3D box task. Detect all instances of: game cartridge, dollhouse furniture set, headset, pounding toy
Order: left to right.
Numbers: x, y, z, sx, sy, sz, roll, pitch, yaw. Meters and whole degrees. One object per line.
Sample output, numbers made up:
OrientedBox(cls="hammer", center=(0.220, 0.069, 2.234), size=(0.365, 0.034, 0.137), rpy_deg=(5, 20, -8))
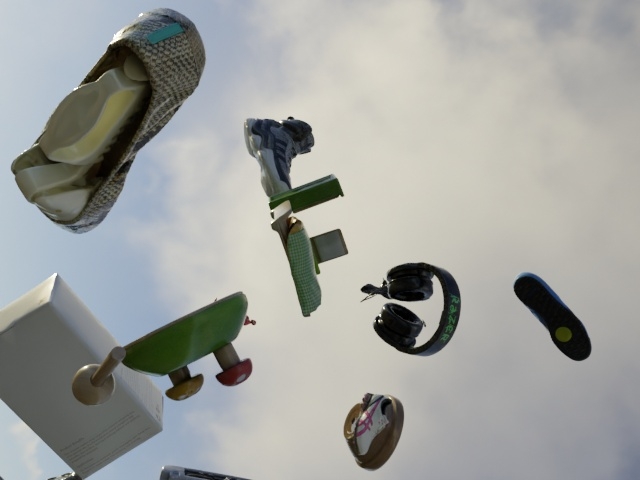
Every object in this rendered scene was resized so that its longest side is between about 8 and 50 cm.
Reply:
OrientedBox(cls="pounding toy", center=(-0.179, 0.161, 0.926), size=(0.183, 0.237, 0.110), rpy_deg=(-30, -94, 47))
OrientedBox(cls="game cartridge", center=(-0.274, 0.677, 1.787), size=(0.060, 0.294, 0.196), rpy_deg=(-131, -123, -75))
OrientedBox(cls="dollhouse furniture set", center=(0.000, 0.000, 1.399), size=(0.301, 0.151, 0.197), rpy_deg=(-111, -178, -78))
OrientedBox(cls="headset", center=(0.248, 0.176, 1.957), size=(0.394, 0.185, 0.243), rpy_deg=(16, -89, 56))

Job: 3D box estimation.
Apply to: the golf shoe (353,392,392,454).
OrientedBox(cls="golf shoe", center=(0.146, 0.517, 2.022), size=(0.086, 0.186, 0.067), rpy_deg=(2, -37, 25))

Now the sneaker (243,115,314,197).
OrientedBox(cls="sneaker", center=(-0.076, -0.198, 1.671), size=(0.101, 0.153, 0.268), rpy_deg=(96, -26, -53))

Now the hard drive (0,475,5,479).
OrientedBox(cls="hard drive", center=(-0.457, 0.352, 0.870), size=(0.254, 0.172, 0.054), rpy_deg=(54, 0, -18))

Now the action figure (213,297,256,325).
OrientedBox(cls="action figure", center=(-0.207, 0.177, 1.735), size=(0.030, 0.115, 0.038), rpy_deg=(-56, -169, 20))

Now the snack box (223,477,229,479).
OrientedBox(cls="snack box", center=(-0.249, 0.604, 1.555), size=(0.064, 0.178, 0.022), rpy_deg=(36, -19, 37))

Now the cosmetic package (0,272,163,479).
OrientedBox(cls="cosmetic package", center=(-0.526, 0.288, 1.506), size=(0.385, 0.217, 0.156), rpy_deg=(59, 0, -23))

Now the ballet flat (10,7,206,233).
OrientedBox(cls="ballet flat", center=(-0.348, -0.145, 1.051), size=(0.164, 0.182, 0.483), rpy_deg=(48, -54, -1))

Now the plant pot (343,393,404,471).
OrientedBox(cls="plant pot", center=(0.145, 0.572, 2.189), size=(0.237, 0.110, 0.237), rpy_deg=(-54, -161, 29))

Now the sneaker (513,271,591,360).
OrientedBox(cls="sneaker", center=(0.471, 0.146, 1.444), size=(0.069, 0.082, 0.209), rpy_deg=(-42, -98, 20))

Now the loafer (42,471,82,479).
OrientedBox(cls="loafer", center=(-0.636, 0.606, 1.692), size=(0.267, 0.084, 0.096), rpy_deg=(-33, -88, 46))
